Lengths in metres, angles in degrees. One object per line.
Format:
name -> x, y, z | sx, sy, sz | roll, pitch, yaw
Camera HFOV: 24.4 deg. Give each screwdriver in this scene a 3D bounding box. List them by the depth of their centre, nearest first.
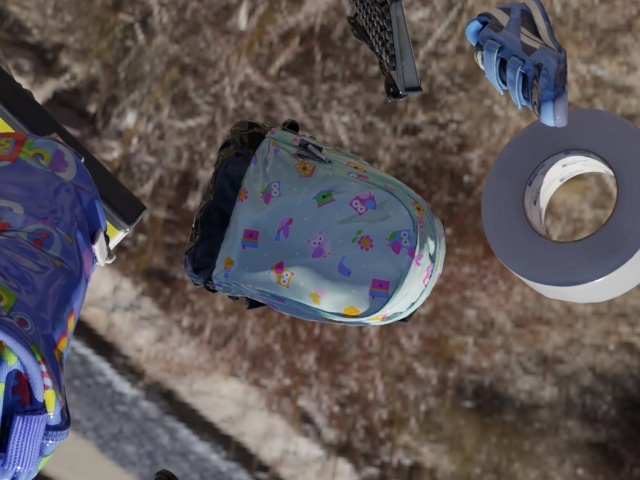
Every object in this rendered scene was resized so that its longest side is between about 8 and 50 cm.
screwdriver -> -0.313, -0.166, 1.523 | 0.025, 0.170, 0.024 | -9, 127, -15

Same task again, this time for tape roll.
tape roll -> 0.301, -0.040, 1.718 | 0.219, 0.219, 0.072 | -9, 159, 26

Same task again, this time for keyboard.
keyboard -> 0.048, -0.245, 1.535 | 0.033, 0.317, 0.201 | -18, 128, -1

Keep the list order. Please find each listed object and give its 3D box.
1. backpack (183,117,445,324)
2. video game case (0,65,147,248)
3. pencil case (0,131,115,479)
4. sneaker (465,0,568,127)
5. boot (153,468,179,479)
backpack -> 0.000, 0.000, 1.091 | 0.182, 0.152, 0.115 | 20, -173, 13
video game case -> -0.300, -0.044, 1.108 | 0.275, 0.035, 0.248 | 45, 126, -6
pencil case -> -0.190, 0.035, 0.835 | 0.133, 0.306, 0.119 | 11, 111, -7
sneaker -> 0.145, -0.126, 1.073 | 0.059, 0.144, 0.053 | -7, 125, -5
boot -> -0.208, 0.347, 1.776 | 0.045, 0.099, 0.121 | 15, 118, 33
